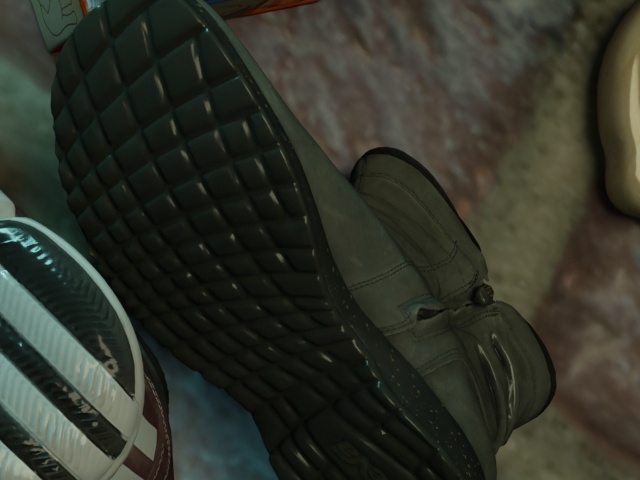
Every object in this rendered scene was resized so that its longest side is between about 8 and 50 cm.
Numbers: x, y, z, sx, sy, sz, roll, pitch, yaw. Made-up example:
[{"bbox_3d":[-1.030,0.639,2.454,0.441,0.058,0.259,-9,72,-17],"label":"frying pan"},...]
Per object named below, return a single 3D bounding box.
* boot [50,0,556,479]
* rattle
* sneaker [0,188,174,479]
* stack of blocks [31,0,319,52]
[{"bbox_3d":[0.000,0.000,0.742,0.246,0.083,0.161,59,25,-13],"label":"boot"},{"bbox_3d":[0.202,-0.098,0.860,0.130,0.143,0.199,20,77,-4],"label":"rattle"},{"bbox_3d":[-0.148,0.004,0.678,0.106,0.162,0.281,-40,66,-4],"label":"sneaker"},{"bbox_3d":[0.044,-0.159,0.764,0.297,0.171,0.087,-15,88,-29],"label":"stack of blocks"}]
